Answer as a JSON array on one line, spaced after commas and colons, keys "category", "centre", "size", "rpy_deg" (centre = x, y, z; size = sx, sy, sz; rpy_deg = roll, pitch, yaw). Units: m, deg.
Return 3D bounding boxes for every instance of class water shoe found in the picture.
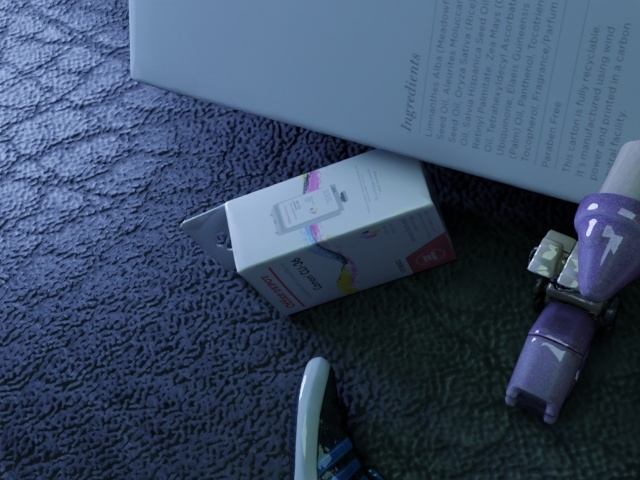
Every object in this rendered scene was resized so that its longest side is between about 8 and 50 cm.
[{"category": "water shoe", "centre": [0.017, 0.190, 0.715], "size": [0.080, 0.073, 0.203], "rpy_deg": [2, 70, -5]}]

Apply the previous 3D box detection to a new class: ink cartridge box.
[{"category": "ink cartridge box", "centre": [0.000, 0.000, 0.768], "size": [0.198, 0.115, 0.067], "rpy_deg": [-19, 63, 10]}]

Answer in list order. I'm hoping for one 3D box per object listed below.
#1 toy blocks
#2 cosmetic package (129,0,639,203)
[{"category": "toy blocks", "centre": [0.220, 0.142, 0.536], "size": [0.309, 0.288, 0.260], "rpy_deg": [23, 70, 22]}, {"category": "cosmetic package", "centre": [0.098, -0.176, 0.734], "size": [0.453, 0.161, 0.230], "rpy_deg": [17, 31, 23]}]
